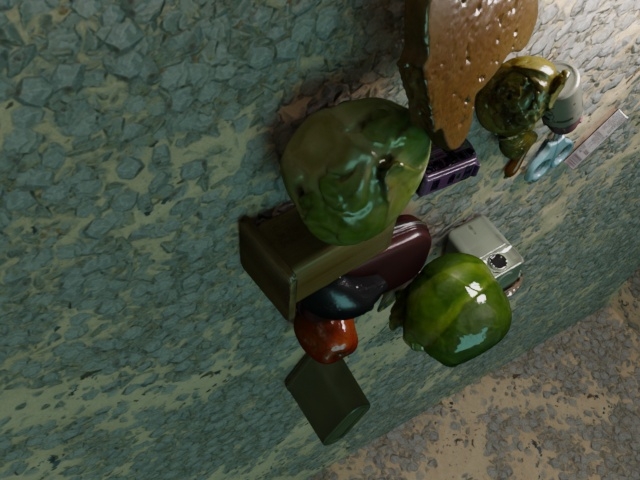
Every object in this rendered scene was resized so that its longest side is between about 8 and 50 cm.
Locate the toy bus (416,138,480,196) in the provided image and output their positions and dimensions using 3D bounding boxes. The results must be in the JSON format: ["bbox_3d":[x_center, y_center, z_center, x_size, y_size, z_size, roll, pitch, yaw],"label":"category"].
[{"bbox_3d":[0.291,-0.175,1.693,0.178,0.098,0.087,-23,149,-23],"label":"toy bus"}]

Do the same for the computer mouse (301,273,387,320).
[{"bbox_3d":[0.067,0.150,1.737,0.264,0.088,0.147,1,138,-50],"label":"computer mouse"}]

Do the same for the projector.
[{"bbox_3d":[0.495,0.070,2.139,0.163,0.243,0.177,-27,152,-12],"label":"projector"}]

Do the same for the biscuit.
[{"bbox_3d":[0.256,-0.383,1.230,0.394,0.076,0.368,-55,147,-16],"label":"biscuit"}]

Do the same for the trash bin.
[{"bbox_3d":[0.020,0.487,2.247,0.121,0.247,0.243,-1,138,-44],"label":"trash bin"}]

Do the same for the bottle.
[{"bbox_3d":[0.598,-0.344,1.762,0.110,0.110,0.233,-39,152,6],"label":"bottle"}]

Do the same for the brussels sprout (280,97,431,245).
[{"bbox_3d":[0.067,-0.137,1.368,0.328,0.247,0.328,-40,149,-29],"label":"brussels sprout"}]

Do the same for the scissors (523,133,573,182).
[{"bbox_3d":[0.668,-0.299,1.995,0.191,0.029,0.360,-32,150,-15],"label":"scissors"}]

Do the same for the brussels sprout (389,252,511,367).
[{"bbox_3d":[0.364,0.194,1.955,0.315,0.276,0.371,-46,-176,-3],"label":"brussels sprout"}]

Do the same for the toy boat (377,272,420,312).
[{"bbox_3d":[0.230,0.151,2.156,0.084,0.066,0.210,-3,139,-43],"label":"toy boat"}]

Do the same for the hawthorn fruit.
[{"bbox_3d":[0.020,0.253,1.968,0.189,0.189,0.189,-27,151,-16],"label":"hawthorn fruit"}]

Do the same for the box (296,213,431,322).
[{"bbox_3d":[0.109,0.071,1.856,0.403,0.108,0.263,-22,149,-23],"label":"box"}]

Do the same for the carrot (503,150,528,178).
[{"bbox_3d":[0.554,-0.227,1.974,0.035,0.035,0.142,-5,135,-44],"label":"carrot"}]

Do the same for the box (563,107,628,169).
[{"bbox_3d":[0.827,-0.304,2.128,0.218,0.039,0.055,-47,173,18],"label":"box"}]

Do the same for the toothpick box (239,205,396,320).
[{"bbox_3d":[0.000,0.000,1.569,0.308,0.190,0.188,-30,151,-22],"label":"toothpick box"}]

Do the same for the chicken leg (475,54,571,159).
[{"bbox_3d":[0.467,-0.296,1.661,0.201,0.153,0.429,-29,160,5],"label":"chicken leg"}]
